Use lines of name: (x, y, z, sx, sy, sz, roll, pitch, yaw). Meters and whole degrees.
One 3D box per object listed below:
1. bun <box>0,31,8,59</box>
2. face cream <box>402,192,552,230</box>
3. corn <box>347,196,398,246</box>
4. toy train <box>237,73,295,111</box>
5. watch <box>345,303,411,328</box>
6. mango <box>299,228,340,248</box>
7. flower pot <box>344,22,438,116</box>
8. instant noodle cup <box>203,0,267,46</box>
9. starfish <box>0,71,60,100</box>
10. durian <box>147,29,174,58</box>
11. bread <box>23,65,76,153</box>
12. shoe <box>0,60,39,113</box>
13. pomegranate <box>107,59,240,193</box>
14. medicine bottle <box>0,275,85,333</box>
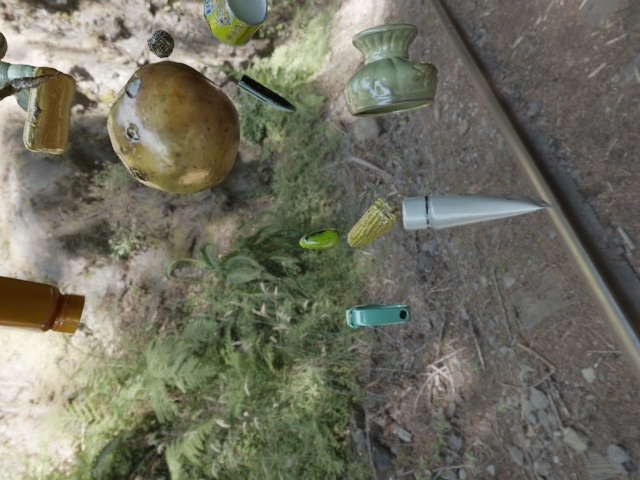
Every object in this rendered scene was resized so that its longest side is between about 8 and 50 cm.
bun: (-1.082, -0.610, 1.247, 0.166, 0.172, 0.114, 158, 106, -74)
face cream: (0.353, -0.073, 0.944, 0.143, 0.314, 0.089, -45, -50, -70)
corn: (0.154, -0.045, 1.201, 0.288, 0.086, 0.087, 129, 148, -65)
toy train: (-0.221, -0.596, 1.668, 0.048, 0.251, 0.055, -38, 29, 55)
watch: (0.186, 0.250, 1.341, 0.195, 0.236, 0.068, 164, 106, -66)
mango: (0.000, 0.000, 1.572, 0.091, 0.165, 0.074, 97, 156, -80)
flower pot: (0.224, -0.549, 1.308, 0.307, 0.307, 0.244, -148, 48, -73)
instant noodle cup: (-0.283, -0.797, 1.391, 0.153, 0.204, 0.205, 7, 86, 52)
starfish: (-0.888, -0.449, 1.173, 0.241, 0.227, 0.043, -105, -6, -52)
durian: (-0.483, -0.597, 1.211, 0.091, 0.080, 0.080, 45, 135, 22)
bread: (-0.968, -0.461, 1.432, 0.142, 0.091, 0.306, -13, -54, -64)
shoe: (-1.168, -0.620, 1.691, 0.342, 0.210, 0.132, 94, 178, -77)
pomegranate: (-0.311, -0.240, 0.883, 0.281, 0.280, 0.282, -169, 90, -74)
medicine bottle: (-0.709, 0.163, 0.974, 0.149, 0.222, 0.112, -23, 57, 48)
